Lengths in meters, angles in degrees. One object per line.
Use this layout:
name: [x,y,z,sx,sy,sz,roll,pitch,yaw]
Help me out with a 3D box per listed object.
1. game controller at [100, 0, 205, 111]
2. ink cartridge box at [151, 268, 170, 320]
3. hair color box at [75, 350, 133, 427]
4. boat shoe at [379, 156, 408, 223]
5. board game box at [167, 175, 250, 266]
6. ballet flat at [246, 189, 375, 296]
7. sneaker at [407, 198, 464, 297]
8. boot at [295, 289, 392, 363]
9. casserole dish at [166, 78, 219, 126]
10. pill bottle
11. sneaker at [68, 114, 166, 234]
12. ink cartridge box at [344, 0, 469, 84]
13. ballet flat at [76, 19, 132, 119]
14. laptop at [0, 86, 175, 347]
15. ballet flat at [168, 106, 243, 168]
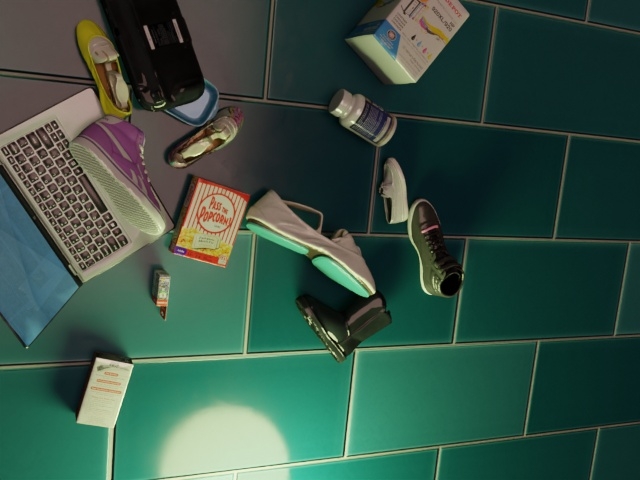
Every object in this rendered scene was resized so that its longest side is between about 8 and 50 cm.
game controller: [-0.375,-0.455,1.560,0.166,0.067,0.319,-23,98,-33]
ink cartridge box: [-0.392,0.133,1.691,0.029,0.063,0.115,4,99,-26]
hair color box: [-0.526,0.362,1.685,0.093,0.053,0.167,17,95,-25]
boat shoe: [0.193,-0.134,1.903,0.063,0.066,0.184,-20,118,-20]
board game box: [-0.274,-0.046,1.710,0.146,0.045,0.194,17,94,-33]
ballet flat: [0.000,0.000,1.790,0.400,0.139,0.139,32,87,-15]
sneaker: [0.333,0.028,1.947,0.104,0.147,0.296,-18,106,-18]
boot: [0.068,0.189,1.891,0.207,0.094,0.246,-40,115,-11]
casserole dish: [-0.330,-0.349,1.636,0.188,0.037,0.114,29,88,-27]
pill bottle: [0.108,-0.322,1.804,0.169,0.094,0.094,27,89,-26]
sneaker: [-0.414,-0.156,1.566,0.282,0.102,0.161,57,45,-26]
ink cartridge box: [0.220,-0.542,1.767,0.171,0.168,0.233,42,82,-24]
ballet flat: [-0.469,-0.379,1.537,0.077,0.077,0.231,-25,107,-37]
laptop: [-0.555,-0.064,1.483,0.408,0.236,0.382,-33,112,-15]
ballet flat: [-0.266,-0.243,1.662,0.221,0.079,0.077,-37,112,-13]
